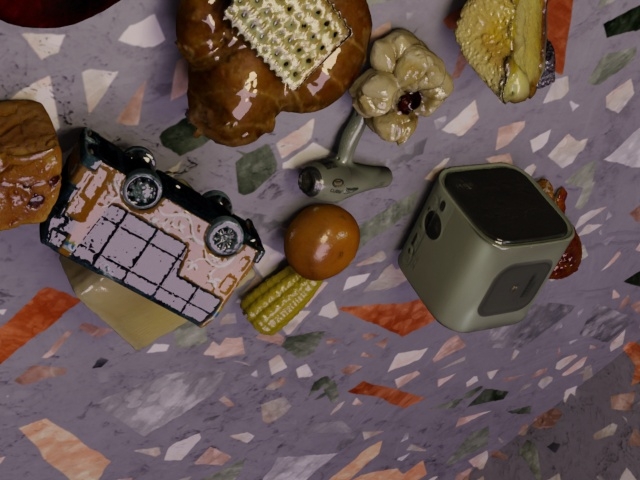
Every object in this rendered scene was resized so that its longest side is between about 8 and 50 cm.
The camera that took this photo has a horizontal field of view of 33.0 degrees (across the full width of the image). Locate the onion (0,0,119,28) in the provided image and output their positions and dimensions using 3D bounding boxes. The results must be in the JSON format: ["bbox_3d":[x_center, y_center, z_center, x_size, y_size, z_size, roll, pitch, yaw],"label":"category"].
[{"bbox_3d":[-0.341,-0.391,1.320,0.273,0.285,0.273,-3,99,-19],"label":"onion"}]

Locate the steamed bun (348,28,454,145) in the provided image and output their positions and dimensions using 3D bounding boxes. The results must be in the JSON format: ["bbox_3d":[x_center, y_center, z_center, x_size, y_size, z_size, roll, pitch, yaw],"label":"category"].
[{"bbox_3d":[0.145,-0.266,1.866,0.177,0.106,0.192,-46,138,-3],"label":"steamed bun"}]

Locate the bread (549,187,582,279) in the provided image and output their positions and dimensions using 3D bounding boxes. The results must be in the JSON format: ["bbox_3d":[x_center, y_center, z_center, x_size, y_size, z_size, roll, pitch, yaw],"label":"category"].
[{"bbox_3d":[0.544,0.001,2.522,0.139,0.095,0.269,-36,141,-8],"label":"bread"}]

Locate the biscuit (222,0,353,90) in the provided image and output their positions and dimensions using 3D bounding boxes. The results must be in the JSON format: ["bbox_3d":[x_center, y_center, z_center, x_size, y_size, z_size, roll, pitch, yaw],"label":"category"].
[{"bbox_3d":[-0.056,-0.325,1.545,0.144,0.016,0.203,-47,118,-3],"label":"biscuit"}]

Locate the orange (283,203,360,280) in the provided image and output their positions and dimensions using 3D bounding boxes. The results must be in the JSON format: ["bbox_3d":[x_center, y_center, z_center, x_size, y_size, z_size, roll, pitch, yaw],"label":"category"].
[{"bbox_3d":[0.000,0.000,2.084,0.156,0.124,0.156,-27,136,-31],"label":"orange"}]

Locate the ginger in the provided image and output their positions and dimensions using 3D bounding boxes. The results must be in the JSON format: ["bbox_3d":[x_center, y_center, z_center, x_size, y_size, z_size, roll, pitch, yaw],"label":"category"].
[{"bbox_3d":[-0.066,-0.315,1.640,0.357,0.152,0.274,-26,115,-15],"label":"ginger"}]

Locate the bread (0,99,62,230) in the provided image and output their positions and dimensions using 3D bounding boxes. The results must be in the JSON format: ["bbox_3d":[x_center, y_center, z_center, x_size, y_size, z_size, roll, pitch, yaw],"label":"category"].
[{"bbox_3d":[-0.461,-0.114,1.573,0.143,0.158,0.149,-10,140,-22],"label":"bread"}]

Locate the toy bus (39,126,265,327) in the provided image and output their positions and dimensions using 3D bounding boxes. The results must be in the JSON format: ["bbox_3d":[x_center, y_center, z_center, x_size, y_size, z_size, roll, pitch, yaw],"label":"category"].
[{"bbox_3d":[-0.271,-0.020,1.707,0.323,0.162,0.194,30,103,-22],"label":"toy bus"}]

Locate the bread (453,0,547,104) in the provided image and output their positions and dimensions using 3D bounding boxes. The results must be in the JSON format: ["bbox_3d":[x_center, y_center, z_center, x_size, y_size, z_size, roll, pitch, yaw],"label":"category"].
[{"bbox_3d":[0.307,-0.364,1.869,0.174,0.133,0.252,-32,125,-53],"label":"bread"}]

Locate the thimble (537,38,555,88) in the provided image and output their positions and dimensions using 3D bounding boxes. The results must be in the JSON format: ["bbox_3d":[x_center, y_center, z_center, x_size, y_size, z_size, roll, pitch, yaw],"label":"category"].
[{"bbox_3d":[0.385,-0.330,2.011,0.104,0.095,0.066,-1,138,18],"label":"thimble"}]

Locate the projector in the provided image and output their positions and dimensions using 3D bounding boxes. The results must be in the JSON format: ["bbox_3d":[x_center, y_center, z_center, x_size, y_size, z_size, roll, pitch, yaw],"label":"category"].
[{"bbox_3d":[0.339,0.012,2.243,0.248,0.249,0.249,-7,138,-31],"label":"projector"}]

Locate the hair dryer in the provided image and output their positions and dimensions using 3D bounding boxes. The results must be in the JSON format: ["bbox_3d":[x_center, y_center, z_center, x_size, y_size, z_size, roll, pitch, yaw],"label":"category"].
[{"bbox_3d":[0.077,-0.159,2.014,0.225,0.088,0.219,-57,147,8],"label":"hair dryer"}]

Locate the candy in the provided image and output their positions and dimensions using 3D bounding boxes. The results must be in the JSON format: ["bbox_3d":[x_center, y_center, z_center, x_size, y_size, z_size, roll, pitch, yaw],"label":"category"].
[{"bbox_3d":[-0.062,0.101,2.180,0.199,0.094,0.106,-40,156,7],"label":"candy"}]

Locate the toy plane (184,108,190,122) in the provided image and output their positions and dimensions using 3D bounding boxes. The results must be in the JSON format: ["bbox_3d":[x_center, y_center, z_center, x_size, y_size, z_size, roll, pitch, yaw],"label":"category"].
[{"bbox_3d":[-0.165,-0.226,1.752,0.120,0.049,0.031,-19,146,11],"label":"toy plane"}]

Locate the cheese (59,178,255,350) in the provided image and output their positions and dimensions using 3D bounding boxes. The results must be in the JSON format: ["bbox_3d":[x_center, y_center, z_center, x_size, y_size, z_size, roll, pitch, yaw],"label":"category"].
[{"bbox_3d":[-0.284,0.045,1.920,0.265,0.124,0.242,-33,146,0],"label":"cheese"}]

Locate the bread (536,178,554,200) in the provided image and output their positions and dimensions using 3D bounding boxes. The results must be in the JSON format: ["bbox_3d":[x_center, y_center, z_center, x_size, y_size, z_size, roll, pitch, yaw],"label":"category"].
[{"bbox_3d":[0.447,-0.030,2.399,0.105,0.076,0.233,25,108,-7],"label":"bread"}]
